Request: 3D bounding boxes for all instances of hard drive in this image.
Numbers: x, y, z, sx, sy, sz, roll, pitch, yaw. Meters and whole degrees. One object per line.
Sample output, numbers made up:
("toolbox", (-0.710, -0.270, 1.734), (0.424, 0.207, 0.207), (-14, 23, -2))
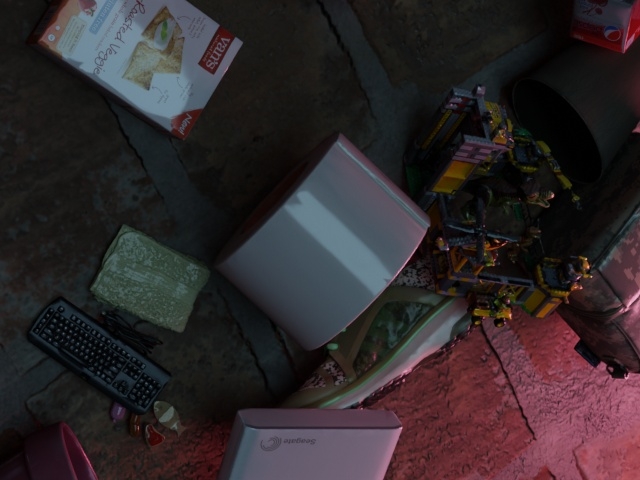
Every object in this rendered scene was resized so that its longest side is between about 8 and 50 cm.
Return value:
("hard drive", (-0.046, 0.384, 1.882), (0.233, 0.047, 0.353), (4, 119, -26))

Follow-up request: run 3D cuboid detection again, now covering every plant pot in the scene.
("plant pot", (-0.366, 0.351, 1.728), (0.180, 0.201, 0.201), (-24, 107, -5))

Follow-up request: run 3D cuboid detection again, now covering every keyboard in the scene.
("keyboard", (-0.280, 0.142, 1.804), (0.192, 0.038, 0.100), (37, 76, -18))

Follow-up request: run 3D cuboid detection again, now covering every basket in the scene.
("basket", (0.423, -0.232, 2.063), (0.227, 0.154, 0.204), (-44, 123, -19))

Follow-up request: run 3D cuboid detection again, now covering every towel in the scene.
("towel", (-0.226, 0.054, 1.841), (0.148, 0.027, 0.110), (28, 85, -26))

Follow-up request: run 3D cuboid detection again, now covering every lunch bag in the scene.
("lunch bag", (0.480, 0.026, 2.084), (0.305, 0.212, 0.256), (-48, 113, -13))

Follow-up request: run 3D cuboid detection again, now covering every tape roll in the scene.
("tape roll", (0.000, 0.000, 1.807), (0.169, 0.246, 0.246), (42, 77, -8))

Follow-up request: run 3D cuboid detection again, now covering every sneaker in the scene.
("sneaker", (0.066, 0.126, 1.963), (0.410, 0.158, 0.182), (-33, 79, -17))

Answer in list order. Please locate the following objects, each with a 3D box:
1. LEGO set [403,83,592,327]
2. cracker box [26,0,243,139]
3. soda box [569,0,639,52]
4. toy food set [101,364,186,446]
("LEGO set", (0.260, -0.065, 1.906), (0.255, 0.192, 0.331), (14, 51, -17))
("cracker box", (-0.236, -0.255, 1.775), (0.232, 0.067, 0.156), (33, 82, -26))
("soda box", (0.461, -0.381, 2.027), (0.263, 0.092, 0.083), (-46, 148, -40))
("toy food set", (-0.243, 0.229, 1.858), (0.078, 0.019, 0.122), (-38, 111, -18))
